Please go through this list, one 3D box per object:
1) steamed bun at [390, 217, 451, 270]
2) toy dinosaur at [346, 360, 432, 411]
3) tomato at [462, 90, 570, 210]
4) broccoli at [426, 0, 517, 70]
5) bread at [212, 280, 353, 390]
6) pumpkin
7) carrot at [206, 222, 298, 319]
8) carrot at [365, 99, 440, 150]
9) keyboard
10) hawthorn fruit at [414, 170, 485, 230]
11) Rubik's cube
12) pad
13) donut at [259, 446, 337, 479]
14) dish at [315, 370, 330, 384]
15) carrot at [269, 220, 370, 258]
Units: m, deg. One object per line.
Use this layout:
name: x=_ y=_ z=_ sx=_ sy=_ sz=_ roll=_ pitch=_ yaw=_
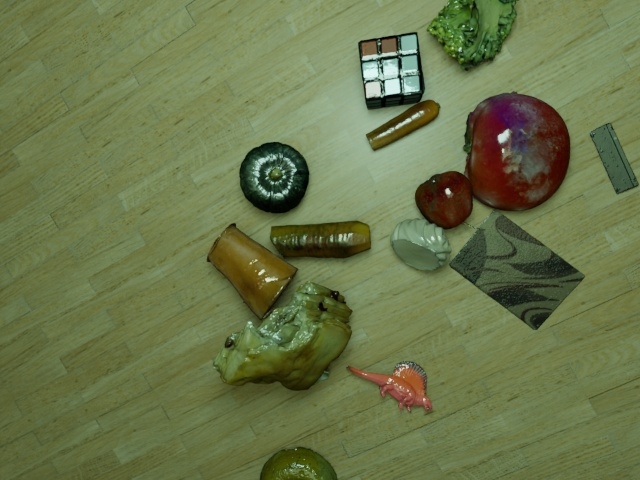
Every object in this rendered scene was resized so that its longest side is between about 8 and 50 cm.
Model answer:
steamed bun: x=0.294 y=0.006 z=1.345 sx=0.183 sy=0.183 sz=0.106 roll=28 pitch=66 yaw=4
toy dinosaur: x=0.235 y=0.424 z=1.459 sx=0.286 sy=0.070 sz=0.138 roll=33 pitch=90 yaw=6
tomato: x=0.544 y=-0.243 z=1.266 sx=0.290 sy=0.176 sz=0.334 roll=4 pitch=97 yaw=5
broccoli: x=0.377 y=-0.597 z=1.224 sx=0.180 sy=0.273 sz=0.242 roll=39 pitch=101 yaw=36
bread: x=-0.078 y=0.283 z=1.319 sx=0.191 sy=0.370 sz=0.314 roll=45 pitch=109 yaw=36
pumpkin: x=-0.134 y=-0.184 z=1.378 sx=0.212 sy=0.152 sz=0.211 roll=0 pitch=99 yaw=3
carrot: x=-0.215 y=0.089 z=1.408 sx=0.254 sy=0.196 sz=0.196 roll=37 pitch=101 yaw=4
carrot: x=0.241 y=-0.335 z=1.350 sx=0.225 sy=0.067 sz=0.067 roll=-28 pitch=93 yaw=13
keyboard: x=0.818 y=-0.229 z=1.308 sx=0.060 sy=0.018 sz=0.195 roll=-25 pitch=93 yaw=18
hawthorn fruit: x=0.367 y=-0.092 z=1.333 sx=0.163 sy=0.162 sz=0.203 roll=-29 pitch=107 yaw=11
Rubik's cube: x=0.195 y=-0.460 z=1.291 sx=0.163 sy=0.160 sz=0.162 roll=-5 pitch=96 yaw=8
pad: x=0.578 y=0.090 z=1.388 sx=0.330 sy=0.004 sz=0.220 roll=37 pitch=101 yaw=2
donut: x=-0.078 y=0.817 z=1.527 sx=0.272 sy=0.107 sz=0.271 roll=1 pitch=97 yaw=6
dish: x=-0.038 y=0.430 z=1.496 sx=0.137 sy=0.091 sz=0.039 roll=-21 pitch=49 yaw=8
carrot: x=0.000 y=0.000 z=1.405 sx=0.302 sy=0.114 sz=0.114 roll=-3 pitch=97 yaw=11
